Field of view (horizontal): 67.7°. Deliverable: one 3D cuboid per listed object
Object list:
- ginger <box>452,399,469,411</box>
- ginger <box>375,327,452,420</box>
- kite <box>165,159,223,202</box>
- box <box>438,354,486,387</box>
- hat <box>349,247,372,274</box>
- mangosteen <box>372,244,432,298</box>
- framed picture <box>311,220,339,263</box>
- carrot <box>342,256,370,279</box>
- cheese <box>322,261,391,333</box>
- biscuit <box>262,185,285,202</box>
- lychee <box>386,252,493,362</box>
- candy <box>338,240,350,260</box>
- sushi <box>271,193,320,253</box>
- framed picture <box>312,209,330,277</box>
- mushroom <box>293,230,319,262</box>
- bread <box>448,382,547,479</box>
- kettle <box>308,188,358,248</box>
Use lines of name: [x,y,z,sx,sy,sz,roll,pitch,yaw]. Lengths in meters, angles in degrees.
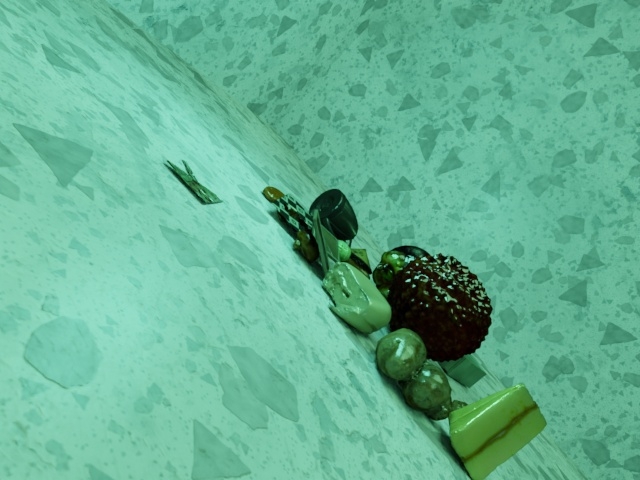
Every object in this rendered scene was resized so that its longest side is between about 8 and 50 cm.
ginger: [0.522,0.626,1.772,0.173,0.051,0.069,27,16,-46]
ginger: [0.291,0.414,1.452,0.304,0.155,0.244,57,7,15]
kite: [-0.374,-0.177,1.425,0.229,0.012,0.250,39,12,-45]
box: [0.634,0.552,2.262,0.225,0.117,0.225,38,13,-38]
hat: [0.188,0.072,2.245,0.193,0.082,0.193,38,-12,10]
mangosteen: [0.394,0.180,2.226,0.330,0.330,0.330,44,11,-11]
framed picture: [0.021,0.002,1.957,0.150,0.015,0.203,42,20,-18]
carrot: [0.158,0.123,2.197,0.186,0.060,0.060,47,11,4]
cheese: [0.120,0.196,1.622,0.233,0.127,0.266,34,14,-36]
biscuit: [-0.165,-0.156,2.062,0.192,0.036,0.186,48,14,8]
lychee: [0.476,0.285,1.902,0.500,0.424,0.425,62,1,-32]
candy: [0.000,0.000,2.066,0.335,0.093,0.092,28,-24,-33]
sushi: [-0.080,-0.053,1.948,0.290,0.050,0.264,47,19,-2]
framed picture: [0.005,0.021,1.762,0.184,0.016,0.250,-81,159,-77]
mushroom: [-0.052,0.024,1.756,0.127,0.087,0.127,-22,90,-89]
bread: [0.519,0.555,1.392,0.168,0.264,0.163,59,15,3]
kettle: [0.104,-0.095,2.433,0.271,0.207,0.251,48,1,-35]
